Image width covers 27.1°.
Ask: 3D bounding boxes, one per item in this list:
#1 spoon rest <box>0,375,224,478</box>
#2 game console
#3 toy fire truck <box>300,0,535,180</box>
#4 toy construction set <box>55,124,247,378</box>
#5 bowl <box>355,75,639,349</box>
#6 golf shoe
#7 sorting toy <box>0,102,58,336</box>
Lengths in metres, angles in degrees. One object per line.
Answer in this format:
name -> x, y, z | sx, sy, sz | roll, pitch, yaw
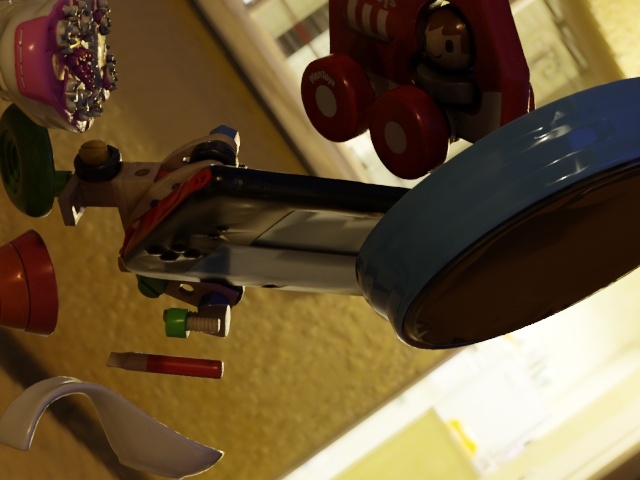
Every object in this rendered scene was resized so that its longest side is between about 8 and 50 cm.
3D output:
spoon rest -> -0.216, 0.201, 1.426 | 0.137, 0.084, 0.276 | 10, -7, 41
game console -> 0.000, 0.000, 1.450 | 0.342, 0.387, 0.060 | 155, -62, -65
toy fire truck -> 0.106, -0.225, 1.450 | 0.302, 0.169, 0.254 | 31, -46, 45
toy construction set -> -0.218, 0.011, 1.632 | 0.257, 0.237, 0.309 | 83, 12, -63
bowl -> 0.225, -0.013, 1.309 | 0.077, 0.391, 0.391 | 64, 4, 23
golf shoe -> -0.250, -0.149, 1.111 | 0.306, 0.140, 0.115 | -110, -163, -80
sorting toy -> -0.353, -0.056, 1.386 | 0.127, 0.126, 0.365 | 39, -48, 50
